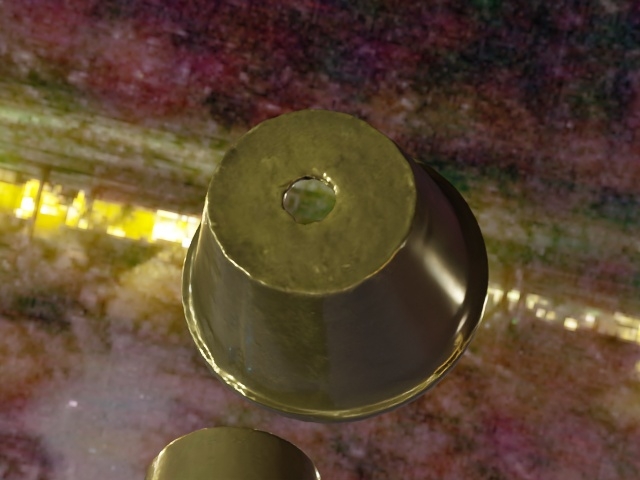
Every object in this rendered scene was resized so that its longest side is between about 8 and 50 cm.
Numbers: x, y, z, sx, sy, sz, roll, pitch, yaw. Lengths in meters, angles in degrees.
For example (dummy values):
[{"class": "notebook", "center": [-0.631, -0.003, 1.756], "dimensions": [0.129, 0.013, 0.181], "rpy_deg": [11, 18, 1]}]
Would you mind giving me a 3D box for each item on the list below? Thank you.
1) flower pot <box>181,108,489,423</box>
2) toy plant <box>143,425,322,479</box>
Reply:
[{"class": "flower pot", "center": [0.000, 0.000, 0.815], "dimensions": [0.269, 0.269, 0.166], "rpy_deg": [12, 158, 15]}, {"class": "toy plant", "center": [-0.066, 0.322, 0.656], "dimensions": [0.185, 0.279, 0.400], "rpy_deg": [-21, -147, 16]}]
